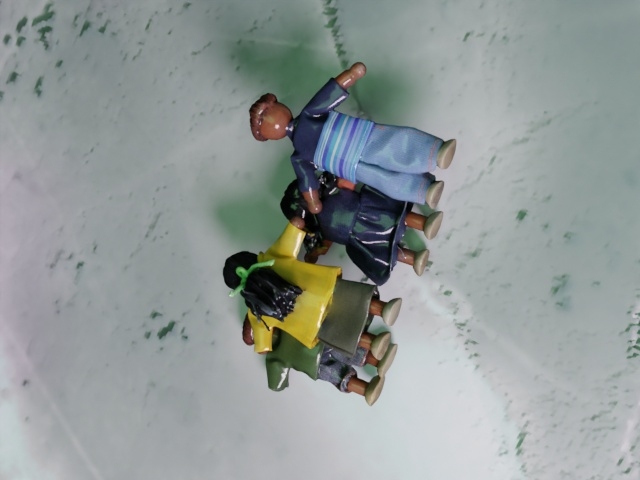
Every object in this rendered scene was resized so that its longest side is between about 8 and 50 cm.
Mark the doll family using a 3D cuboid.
[{"bbox_3d":[0.000,0.000,0.447,0.111,0.076,0.193,21,94,18],"label":"doll family"}]
